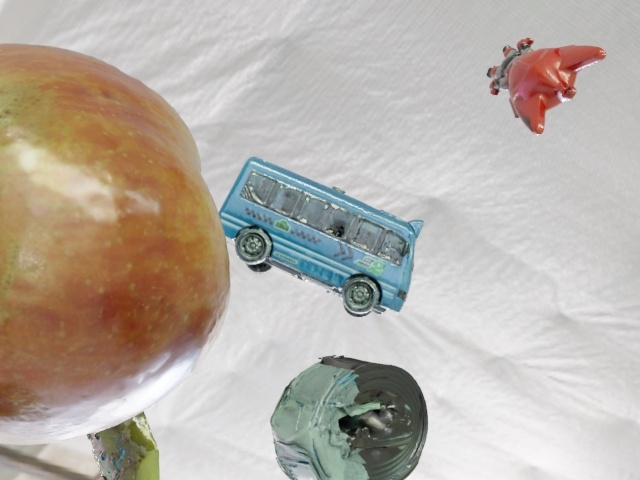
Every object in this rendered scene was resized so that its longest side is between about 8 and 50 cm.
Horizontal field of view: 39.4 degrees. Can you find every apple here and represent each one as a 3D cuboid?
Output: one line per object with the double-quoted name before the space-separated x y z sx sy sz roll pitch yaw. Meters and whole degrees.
"apple" -0.186 0.008 0.653 0.250 0.277 0.309 5 -2 -38

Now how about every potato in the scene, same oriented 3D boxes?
"potato" -0.226 0.265 1.024 0.054 0.198 0.119 -11 3 -36

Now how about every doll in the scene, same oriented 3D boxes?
"doll" 0.233 -0.181 0.984 0.057 0.169 0.109 34 -80 -30

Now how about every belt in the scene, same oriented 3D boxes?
"belt" 0.026 0.143 0.693 0.140 0.105 0.058 -3 2 -44

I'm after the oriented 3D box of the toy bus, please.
"toy bus" 0.000 0.000 1.086 0.246 0.134 0.113 23 -7 5
